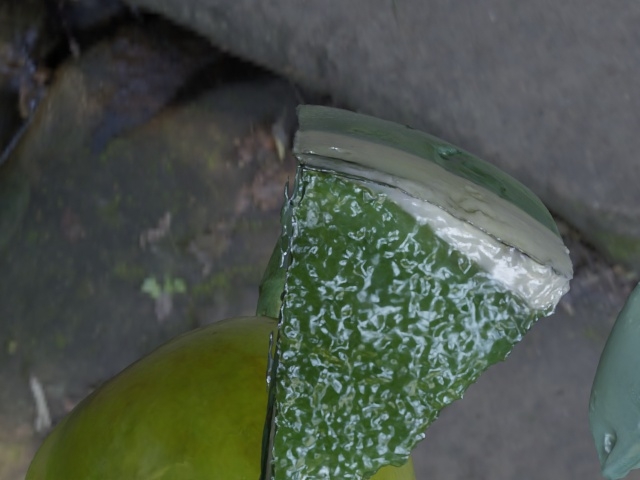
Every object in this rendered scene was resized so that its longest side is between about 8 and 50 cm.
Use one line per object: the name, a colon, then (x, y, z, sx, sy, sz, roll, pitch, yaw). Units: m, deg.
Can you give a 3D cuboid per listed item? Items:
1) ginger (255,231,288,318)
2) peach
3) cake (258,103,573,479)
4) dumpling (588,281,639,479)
ginger: (0.003, -0.003, 1.719, 0.089, 0.290, 0.137, 29, 121, -9)
peach: (-0.069, 0.212, 1.437, 0.314, 0.315, 0.281, 43, 136, 9)
cake: (0.050, 0.076, 1.119, 0.172, 0.158, 0.283, 8, 108, -1)
dumpling: (0.310, 0.116, 1.524, 0.149, 0.105, 0.216, 21, 111, -1)
